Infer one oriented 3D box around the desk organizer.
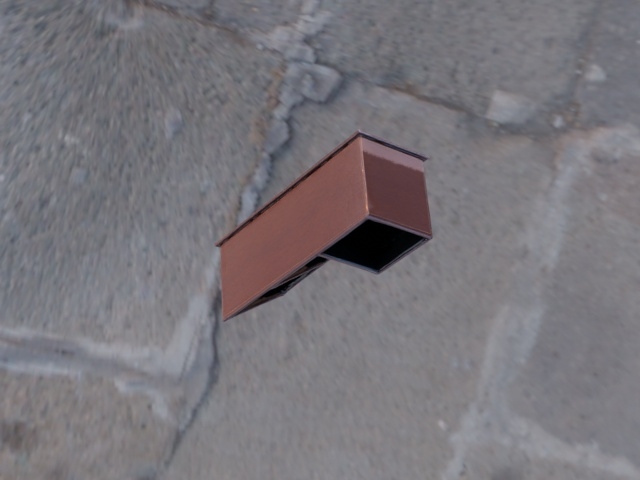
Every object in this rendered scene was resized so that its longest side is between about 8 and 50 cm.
[{"bbox_3d":[0.000,0.000,0.804,0.047,0.050,0.130,18,143,-33],"label":"desk organizer"}]
